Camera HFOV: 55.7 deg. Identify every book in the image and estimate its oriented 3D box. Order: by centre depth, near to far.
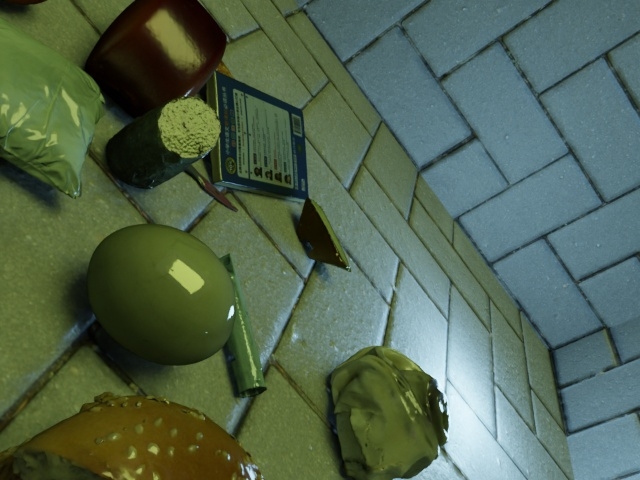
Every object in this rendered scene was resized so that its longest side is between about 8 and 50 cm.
[{"bbox_3d":[-0.163,-0.276,1.703,0.428,0.039,0.299,8,77,-59],"label":"book"}]

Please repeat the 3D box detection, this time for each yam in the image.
[{"bbox_3d":[-0.330,-0.191,1.235,0.154,0.255,0.153,15,69,-42],"label":"yam"}]

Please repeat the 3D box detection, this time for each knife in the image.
[{"bbox_3d":[-0.286,-0.144,1.476,0.247,0.018,0.035,43,27,-31],"label":"knife"}]

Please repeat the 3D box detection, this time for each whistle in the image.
[{"bbox_3d":[-0.178,0.172,1.268,0.062,0.062,0.312,20,45,-52],"label":"whistle"}]

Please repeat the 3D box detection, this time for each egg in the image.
[{"bbox_3d":[-0.263,0.091,1.023,0.269,0.219,0.219,50,26,-29],"label":"egg"}]

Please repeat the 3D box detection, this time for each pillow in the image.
[{"bbox_3d":[-0.515,-0.240,1.036,0.310,0.138,0.283,37,33,-43],"label":"pillow"}]

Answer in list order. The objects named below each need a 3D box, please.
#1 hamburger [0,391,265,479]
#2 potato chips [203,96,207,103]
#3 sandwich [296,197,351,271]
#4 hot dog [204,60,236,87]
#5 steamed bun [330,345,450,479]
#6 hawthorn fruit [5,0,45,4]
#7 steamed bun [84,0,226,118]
[{"bbox_3d":[-0.202,0.354,0.795,0.445,0.268,0.287,50,24,-15],"label":"hamburger"},{"bbox_3d":[-0.268,-0.370,1.756,0.142,0.026,0.209,60,27,6],"label":"potato chips"},{"bbox_3d":[0.000,0.000,1.755,0.244,0.088,0.090,62,17,18],"label":"sandwich"},{"bbox_3d":[-0.298,-0.457,1.715,0.109,0.072,0.269,-11,63,-54],"label":"hot dog"},{"bbox_3d":[0.198,0.414,1.463,0.346,0.238,0.394,52,25,-13],"label":"steamed bun"},{"bbox_3d":[-0.603,-0.558,1.205,0.173,0.173,0.172,42,30,-31],"label":"hawthorn fruit"},{"bbox_3d":[-0.362,-0.451,1.417,0.235,0.248,0.379,46,27,-25],"label":"steamed bun"}]
